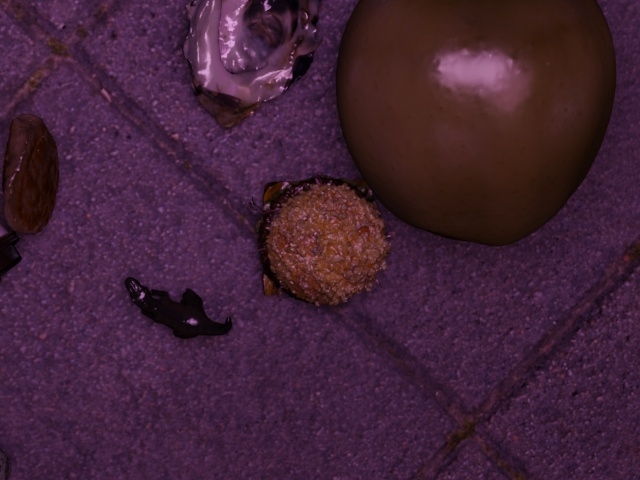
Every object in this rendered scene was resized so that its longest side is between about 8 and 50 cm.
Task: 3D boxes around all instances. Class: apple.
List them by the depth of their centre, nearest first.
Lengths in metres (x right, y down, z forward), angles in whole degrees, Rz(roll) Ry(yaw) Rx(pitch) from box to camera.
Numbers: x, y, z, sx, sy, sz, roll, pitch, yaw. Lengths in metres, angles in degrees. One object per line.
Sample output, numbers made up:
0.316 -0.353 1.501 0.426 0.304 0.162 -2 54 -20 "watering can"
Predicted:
0.239 -0.228 1.615 0.474 0.473 0.473 -2 100 -11 "apple"

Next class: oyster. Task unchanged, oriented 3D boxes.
-0.117 -0.355 1.694 0.238 0.115 0.351 11 103 -22 "oyster"

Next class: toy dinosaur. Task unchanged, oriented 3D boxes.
-0.247 0.130 1.714 0.187 0.179 0.087 16 96 -11 "toy dinosaur"

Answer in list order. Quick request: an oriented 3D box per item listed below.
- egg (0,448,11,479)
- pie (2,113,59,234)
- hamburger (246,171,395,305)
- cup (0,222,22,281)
-0.608 0.391 1.712 0.172 0.132 0.132 -3 101 -21 "egg"
-0.473 -0.107 1.640 0.079 0.163 0.193 4 87 -2 "pie"
0.000 0.000 1.761 0.262 0.139 0.243 -5 102 -11 "hamburger"
-0.618 -0.028 1.615 0.196 0.196 0.279 -36 98 -3 "cup"
